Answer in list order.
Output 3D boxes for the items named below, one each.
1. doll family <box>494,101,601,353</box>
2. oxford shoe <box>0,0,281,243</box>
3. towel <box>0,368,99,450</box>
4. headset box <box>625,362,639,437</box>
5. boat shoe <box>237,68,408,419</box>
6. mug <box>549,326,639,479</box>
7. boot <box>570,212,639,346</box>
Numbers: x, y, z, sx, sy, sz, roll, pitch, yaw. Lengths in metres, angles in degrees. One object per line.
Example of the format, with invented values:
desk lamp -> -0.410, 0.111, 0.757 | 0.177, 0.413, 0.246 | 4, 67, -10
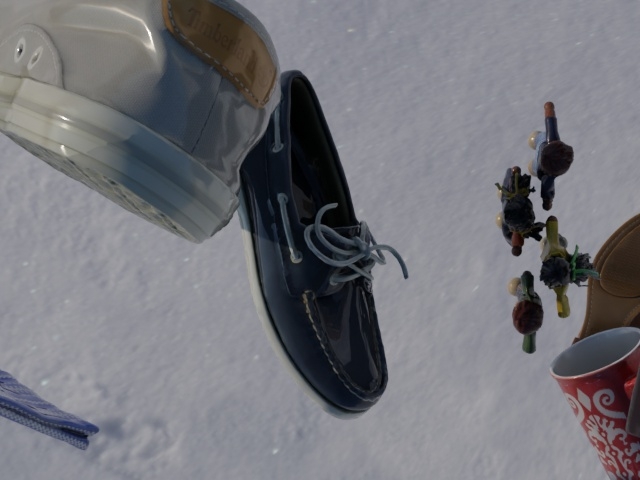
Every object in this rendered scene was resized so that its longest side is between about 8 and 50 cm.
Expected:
doll family -> 0.174, -0.010, 0.930 | 0.076, 0.111, 0.192 | -12, 94, 11
oxford shoe -> -0.157, -0.111, 0.759 | 0.449, 0.169, 0.130 | 23, 81, 56
towel -> -0.406, 0.107, 1.216 | 0.336, 0.243, 0.040 | 23, 80, 36
headset box -> 0.228, -0.074, 0.485 | 0.110, 0.218, 0.293 | 17, 127, 21
boat shoe -> 0.000, 0.000, 0.847 | 0.079, 0.095, 0.254 | -28, 71, 35
mug -> 0.343, 0.202, 1.310 | 0.113, 0.150, 0.169 | -24, 101, 9
boot -> 0.425, 0.107, 1.622 | 0.109, 0.220, 0.283 | 19, 81, 22
